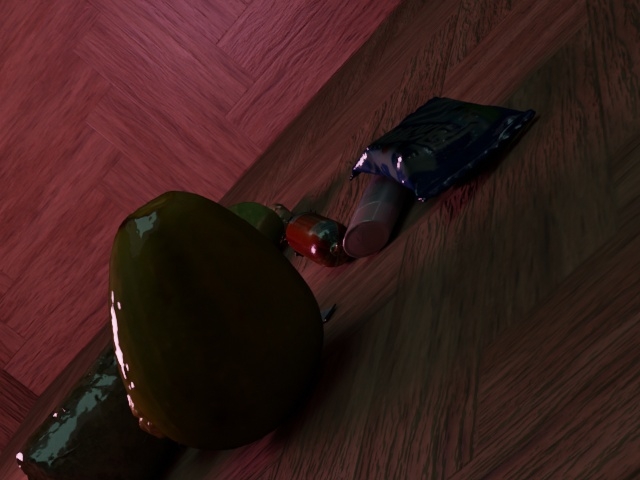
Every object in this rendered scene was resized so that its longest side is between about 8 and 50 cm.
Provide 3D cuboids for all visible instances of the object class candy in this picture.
[{"bbox_3d":[0.150,-0.123,1.645,0.187,0.077,0.331,-41,20,-5],"label":"candy"},{"bbox_3d":[-0.183,0.074,2.322,0.142,0.132,0.344,10,50,28],"label":"candy"}]

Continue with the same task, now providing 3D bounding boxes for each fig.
[{"bbox_3d":[-0.139,0.092,1.485,0.258,0.326,0.258,-18,32,12],"label":"fig"}]

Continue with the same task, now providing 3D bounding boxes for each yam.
[{"bbox_3d":[-0.307,0.281,1.885,0.300,0.195,0.195,-54,10,-25],"label":"yam"}]

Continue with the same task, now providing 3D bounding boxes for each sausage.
[{"bbox_3d":[0.000,0.000,1.893,0.083,0.083,0.264,-50,11,-2],"label":"sausage"}]

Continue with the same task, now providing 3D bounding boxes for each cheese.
[{"bbox_3d":[-0.086,-0.039,2.526,0.065,0.043,0.194,-55,12,1],"label":"cheese"}]

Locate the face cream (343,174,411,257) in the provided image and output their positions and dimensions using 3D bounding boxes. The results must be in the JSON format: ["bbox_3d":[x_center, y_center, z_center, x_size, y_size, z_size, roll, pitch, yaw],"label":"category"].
[{"bbox_3d":[0.090,-0.055,1.763,0.084,0.057,0.198,-38,17,38],"label":"face cream"}]

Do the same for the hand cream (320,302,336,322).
[{"bbox_3d":[-0.009,0.112,1.706,0.093,0.019,0.030,-28,21,49],"label":"hand cream"}]

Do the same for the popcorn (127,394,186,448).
[{"bbox_3d":[-0.181,0.202,1.708,0.180,0.180,0.170,-43,55,33],"label":"popcorn"}]
